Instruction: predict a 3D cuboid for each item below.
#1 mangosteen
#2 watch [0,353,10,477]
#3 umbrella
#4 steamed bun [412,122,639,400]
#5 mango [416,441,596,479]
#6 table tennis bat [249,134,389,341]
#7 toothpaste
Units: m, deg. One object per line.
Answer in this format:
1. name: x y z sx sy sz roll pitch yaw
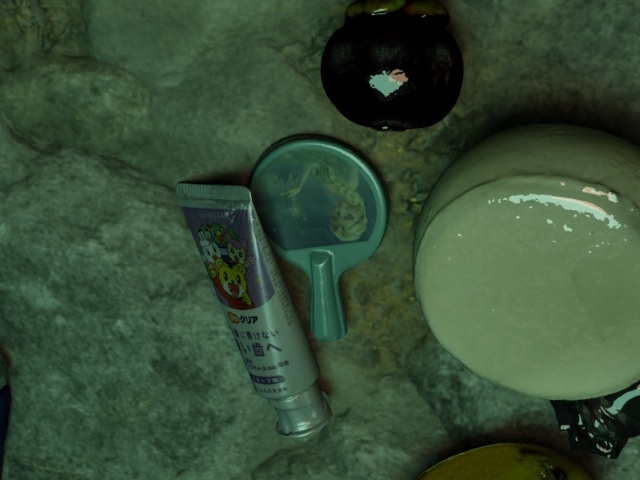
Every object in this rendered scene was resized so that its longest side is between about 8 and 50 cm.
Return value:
1. mangosteen: 0.069 -0.179 1.758 0.137 0.137 0.151 2 87 13
2. watch: -0.498 0.196 2.161 0.276 0.068 0.274 18 128 3
3. umbrella: 0.358 0.128 1.872 0.272 0.110 0.122 -29 107 28
4. steamed bun: 0.233 0.008 1.788 0.283 0.177 0.283 7 125 11
5. mango: 0.184 0.307 2.016 0.262 0.130 0.167 -10 123 26
6. table tennis bat: 0.000 0.000 1.929 0.149 0.038 0.237 3 119 13
7. toothpaste: -0.066 0.072 1.967 0.114 0.073 0.299 5 125 46
